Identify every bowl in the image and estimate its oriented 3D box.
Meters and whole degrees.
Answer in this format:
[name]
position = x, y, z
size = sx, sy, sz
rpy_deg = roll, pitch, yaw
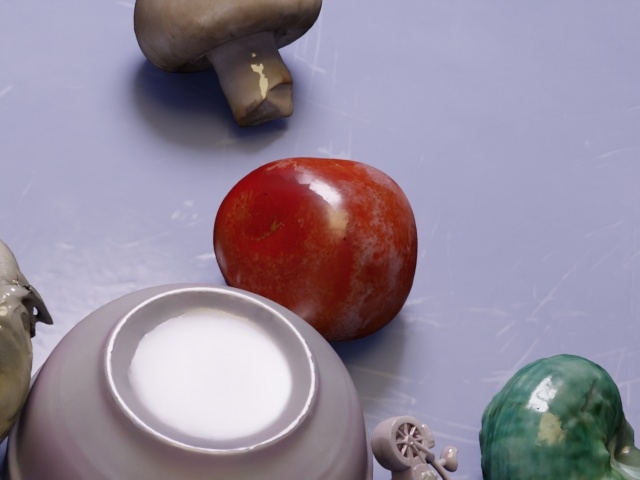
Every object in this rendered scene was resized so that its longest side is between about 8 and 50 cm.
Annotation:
[bowl]
position = -0.091, 0.138, 0.966
size = 0.287, 0.144, 0.287
rpy_deg = 8, 44, -8

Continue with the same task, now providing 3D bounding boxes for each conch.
[conch]
position = 0.203, 0.183, 1.015
size = 0.196, 0.134, 0.202
rpy_deg = 36, 20, -41

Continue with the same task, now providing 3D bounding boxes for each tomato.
[tomato]
position = 0.000, 0.000, 1.125
size = 0.187, 0.151, 0.187
rpy_deg = 6, 24, -3

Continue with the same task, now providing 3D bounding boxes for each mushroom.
[mushroom]
position = -0.086, -0.212, 1.313
size = 0.204, 0.204, 0.204
rpy_deg = 8, 44, -8

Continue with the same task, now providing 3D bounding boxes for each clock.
[clock]
position = 0.083, 0.197, 0.994
size = 0.087, 0.041, 0.129
rpy_deg = -12, 81, -41

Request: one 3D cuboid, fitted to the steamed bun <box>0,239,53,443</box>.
[steamed bun]
position = -0.299, 0.103, 0.949
size = 0.211, 0.144, 0.218
rpy_deg = -23, 28, -18
